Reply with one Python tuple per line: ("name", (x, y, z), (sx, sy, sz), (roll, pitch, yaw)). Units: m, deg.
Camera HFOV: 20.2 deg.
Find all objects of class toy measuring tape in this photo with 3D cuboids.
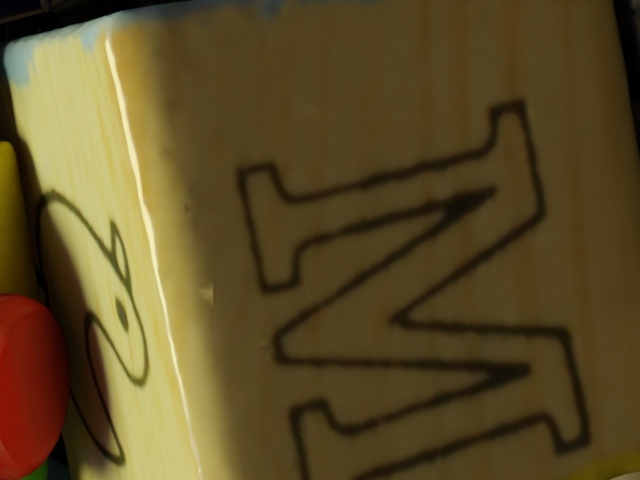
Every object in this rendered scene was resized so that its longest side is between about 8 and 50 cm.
("toy measuring tape", (-0.161, -0.006, 0.648), (0.121, 0.121, 0.330), (32, 133, 59))

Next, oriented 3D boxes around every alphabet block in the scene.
("alphabet block", (0.000, 0.000, 0.685), (0.192, 0.193, 0.197), (-174, 71, -68))

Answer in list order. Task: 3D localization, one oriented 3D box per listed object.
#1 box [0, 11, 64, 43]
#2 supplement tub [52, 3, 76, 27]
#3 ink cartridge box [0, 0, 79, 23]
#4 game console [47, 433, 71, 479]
("box", (-0.321, -0.074, 0.846), (0.395, 0.293, 0.212), (60, -148, -72))
("supplement tub", (-0.231, -0.009, 1.174), (0.228, 0.228, 0.316), (12, 114, 65))
("ink cartridge box", (-0.147, -0.199, 0.852), (0.371, 0.069, 0.176), (-94, -12, -79))
("game console", (-0.151, 0.260, 0.948), (0.386, 0.060, 0.342), (50, -147, -64))
